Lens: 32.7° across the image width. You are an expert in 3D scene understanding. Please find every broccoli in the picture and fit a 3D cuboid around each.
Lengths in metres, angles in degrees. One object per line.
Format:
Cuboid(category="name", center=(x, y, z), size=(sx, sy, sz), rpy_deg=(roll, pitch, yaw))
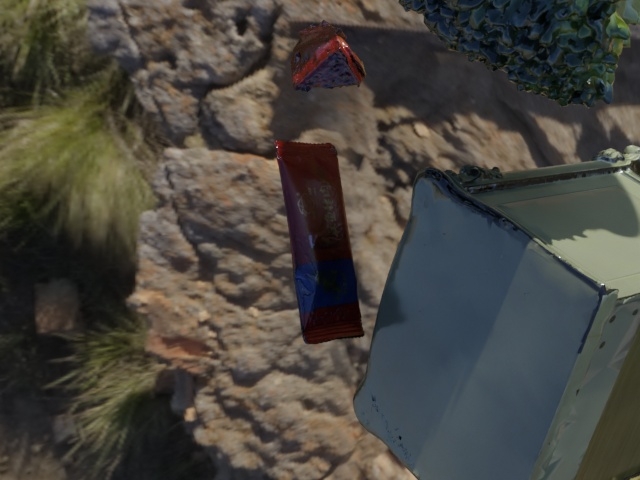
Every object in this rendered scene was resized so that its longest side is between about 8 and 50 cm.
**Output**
Cuboid(category="broccoli", center=(0.200, -0.273, 0.905), size=(0.281, 0.348, 0.293), rpy_deg=(-56, 37, -3))

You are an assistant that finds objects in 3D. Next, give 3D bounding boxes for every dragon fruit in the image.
Cuboid(category="dragon fruit", center=(0.004, -0.258, 1.433), size=(0.097, 0.063, 0.131), rpy_deg=(-9, 45, 3))

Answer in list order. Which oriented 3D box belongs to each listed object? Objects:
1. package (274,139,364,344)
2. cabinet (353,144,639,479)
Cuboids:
Cuboid(category="package", center=(0.000, 0.000, 1.069), size=(0.022, 0.083, 0.200), rpy_deg=(-15, 83, 47))
Cuboid(category="cabinet", center=(0.243, 0.085, 1.064), size=(0.227, 0.318, 0.290), rpy_deg=(39, 126, 41))
